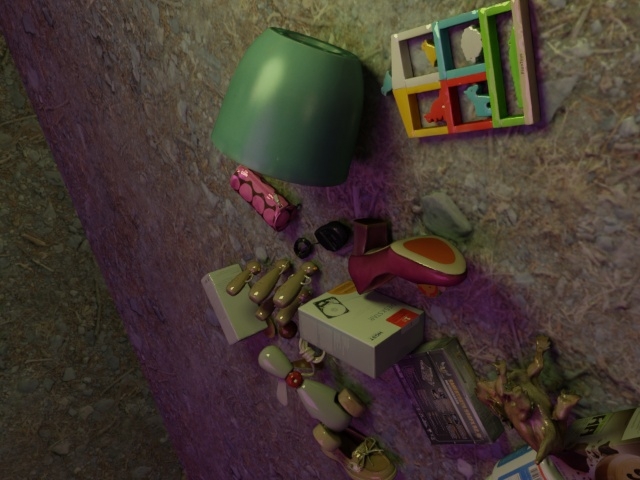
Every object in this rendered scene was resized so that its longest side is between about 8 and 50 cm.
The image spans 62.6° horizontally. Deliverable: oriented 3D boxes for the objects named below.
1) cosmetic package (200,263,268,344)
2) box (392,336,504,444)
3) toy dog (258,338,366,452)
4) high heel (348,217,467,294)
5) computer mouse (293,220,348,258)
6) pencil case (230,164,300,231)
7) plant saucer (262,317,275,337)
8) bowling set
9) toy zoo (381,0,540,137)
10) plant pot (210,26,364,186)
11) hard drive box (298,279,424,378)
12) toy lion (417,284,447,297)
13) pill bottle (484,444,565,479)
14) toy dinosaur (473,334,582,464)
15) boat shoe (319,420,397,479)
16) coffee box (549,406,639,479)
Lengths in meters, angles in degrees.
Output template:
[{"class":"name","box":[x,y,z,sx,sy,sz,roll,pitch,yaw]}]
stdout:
[{"class":"cosmetic package","box":[-0.273,0.200,1.663,0.085,0.117,0.231,-37,75,52]},{"class":"box","box":[0.276,0.343,1.186,0.183,0.056,0.231,-30,87,51]},{"class":"toy dog","box":[-0.019,0.418,1.483,0.334,0.220,0.161,62,179,6]},{"class":"high heel","box":[0.169,0.075,1.061,0.377,0.127,0.181,-143,49,-67]},{"class":"computer mouse","box":[0.000,0.000,1.331,0.071,0.041,0.242,51,148,-11]},{"class":"pencil case","box":[-0.152,-0.121,1.387,0.209,0.095,0.098,41,171,23]},{"class":"plant saucer","box":[-0.167,0.270,1.676,0.083,0.015,0.083,26,128,39]},{"class":"bowling set","box":[-0.108,0.159,1.478,0.287,0.154,0.200,8,137,44]},{"class":"toy zoo","box":[0.226,-0.284,0.919,0.293,0.030,0.192,4,113,48]},{"class":"plant pot","box":[-0.045,-0.276,1.043,0.293,0.293,0.235,36,119,30]},{"class":"hard drive box","box":[0.093,0.195,1.213,0.232,0.181,0.089,20,123,40]},{"class":"toy lion","box":[0.231,0.073,1.113,0.096,0.034,0.100,-18,96,59]},{"class":"pill bottle","box":[0.421,0.476,1.044,0.124,0.124,0.221,49,140,18]},{"class":"toy dinosaur","box":[0.375,0.310,0.941,0.296,0.127,0.200,-92,-7,-66]},{"class":"boat shoe","box":[0.093,0.596,1.492,0.285,0.104,0.089,8,119,47]},{"class":"coffee box","box":[0.551,0.363,0.837,0.168,0.118,0.297,57,141,9]}]
